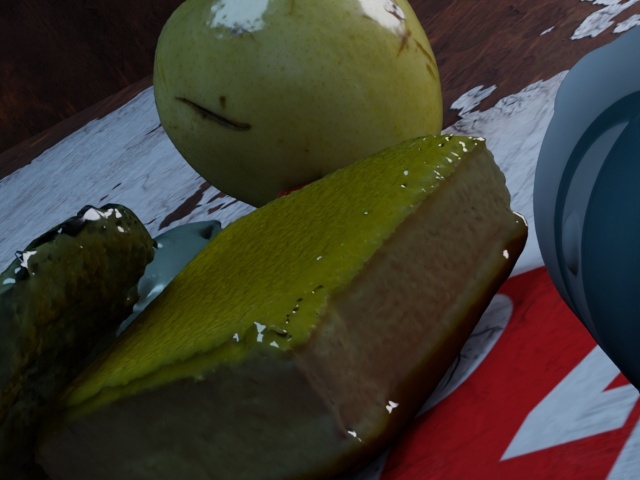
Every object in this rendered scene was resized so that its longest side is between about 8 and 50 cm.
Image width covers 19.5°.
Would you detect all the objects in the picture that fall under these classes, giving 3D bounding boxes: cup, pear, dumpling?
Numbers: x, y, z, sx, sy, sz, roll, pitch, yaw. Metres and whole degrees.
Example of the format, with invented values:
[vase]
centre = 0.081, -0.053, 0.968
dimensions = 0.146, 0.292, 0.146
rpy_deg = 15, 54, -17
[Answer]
[cup]
centre = 0.271, -0.005, 0.985
dimensions = 0.289, 0.219, 0.257
rpy_deg = -2, 14, -4
[pear]
centre = -0.019, -0.165, 1.987
dimensions = 0.309, 0.309, 0.309
rpy_deg = -31, 14, 9
[dumpling]
centre = -0.171, 0.056, 1.937
dimensions = 0.149, 0.105, 0.217
rpy_deg = -22, 18, 39

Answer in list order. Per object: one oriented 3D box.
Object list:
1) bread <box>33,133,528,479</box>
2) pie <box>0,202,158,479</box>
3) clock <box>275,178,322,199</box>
[bread]
centre = -0.029, 0.078, 1.471
dimensions = 0.323, 0.143, 0.333
rpy_deg = -21, 19, 44
[pie]
centre = -0.253, 0.140, 1.507
dimensions = 0.371, 0.078, 0.296
rpy_deg = -65, -11, 13
[clock]
centre = 0.000, 0.000, 1.821
dimensions = 0.113, 0.061, 0.155
rpy_deg = -8, 27, 20
